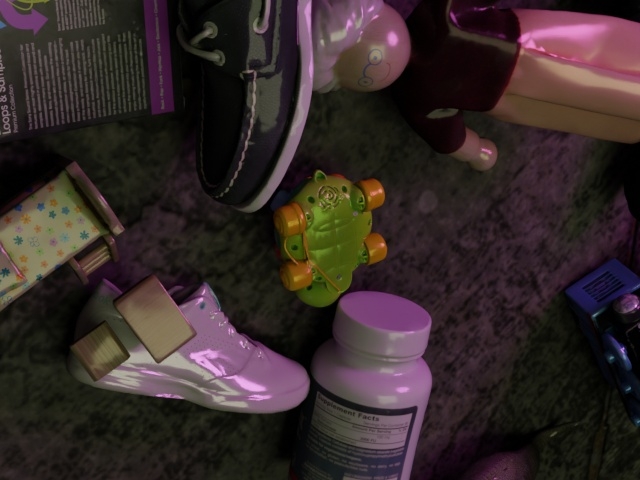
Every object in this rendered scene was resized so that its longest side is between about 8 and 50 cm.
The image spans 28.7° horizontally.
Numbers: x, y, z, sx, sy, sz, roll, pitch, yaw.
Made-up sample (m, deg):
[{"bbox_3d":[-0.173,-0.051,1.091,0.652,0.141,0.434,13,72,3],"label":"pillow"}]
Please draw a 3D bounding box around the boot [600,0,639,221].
[{"bbox_3d":[0.304,-0.153,1.103,0.207,0.094,0.247,30,96,-37],"label":"boot"}]

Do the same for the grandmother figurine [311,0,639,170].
[{"bbox_3d":[0.137,-0.140,0.962,0.342,0.104,0.208,5,116,-17],"label":"grandmother figurine"}]

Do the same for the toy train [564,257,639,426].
[{"bbox_3d":[0.310,0.108,1.230,0.080,0.105,0.184,-32,126,-3],"label":"toy train"}]

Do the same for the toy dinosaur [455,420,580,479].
[{"bbox_3d":[0.151,0.279,1.213,0.313,0.121,0.160,-33,140,-8],"label":"toy dinosaur"}]

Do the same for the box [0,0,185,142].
[{"bbox_3d":[-0.176,-0.134,0.863,0.162,0.029,0.116,-14,119,-26],"label":"box"}]

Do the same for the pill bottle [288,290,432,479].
[{"bbox_3d":[0.038,0.141,1.081,0.107,0.108,0.180,-1,114,-31],"label":"pill bottle"}]

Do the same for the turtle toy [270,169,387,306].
[{"bbox_3d":[0.000,0.000,1.013,0.095,0.066,0.130,-18,122,-23],"label":"turtle toy"}]

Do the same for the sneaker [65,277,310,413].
[{"bbox_3d":[-0.091,0.080,0.998,0.212,0.080,0.094,13,95,-34],"label":"sneaker"}]

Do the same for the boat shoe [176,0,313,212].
[{"bbox_3d":[-0.057,-0.170,0.870,0.091,0.114,0.303,4,100,-36],"label":"boat shoe"}]

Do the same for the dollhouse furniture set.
[{"bbox_3d":[-0.201,0.060,0.866,0.182,0.101,0.161,-37,106,-10],"label":"dollhouse furniture set"}]
